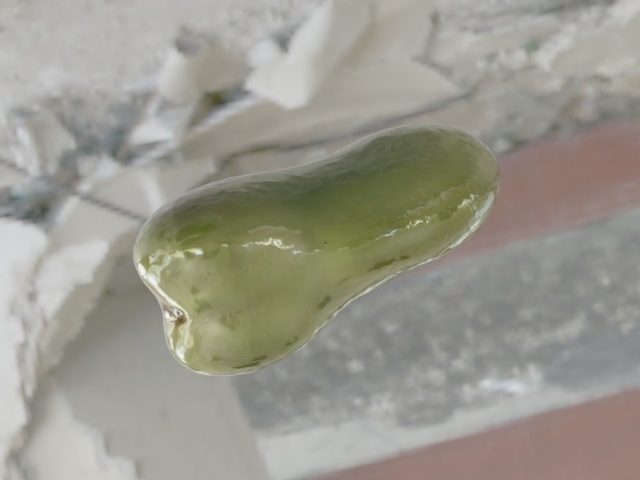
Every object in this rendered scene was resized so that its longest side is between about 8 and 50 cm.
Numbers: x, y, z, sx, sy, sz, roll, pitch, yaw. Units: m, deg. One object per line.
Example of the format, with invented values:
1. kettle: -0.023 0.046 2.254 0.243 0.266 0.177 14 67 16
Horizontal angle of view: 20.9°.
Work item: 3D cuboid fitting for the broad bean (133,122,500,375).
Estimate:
1. broad bean: 0.000 0.000 1.153 0.263 0.121 0.189 -20 -168 -23
